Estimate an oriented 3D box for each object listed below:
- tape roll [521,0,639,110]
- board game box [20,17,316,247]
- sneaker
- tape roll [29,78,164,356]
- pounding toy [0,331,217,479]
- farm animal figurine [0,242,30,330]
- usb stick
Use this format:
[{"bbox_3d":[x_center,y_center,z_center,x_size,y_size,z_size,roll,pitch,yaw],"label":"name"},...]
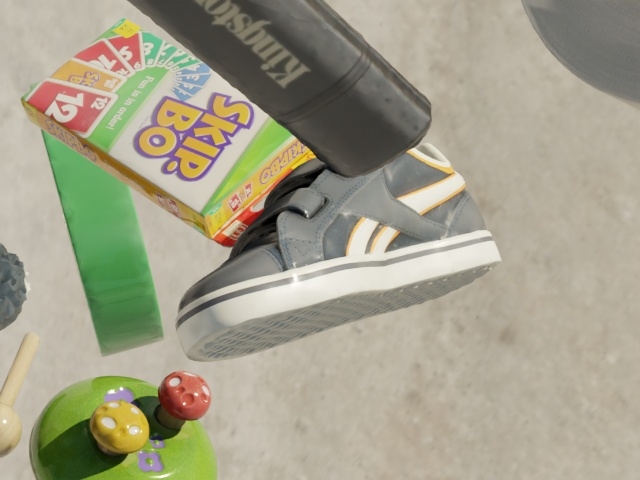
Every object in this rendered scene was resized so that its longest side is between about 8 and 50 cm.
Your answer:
[{"bbox_3d":[0.163,-0.136,0.496,0.072,0.219,0.219,18,55,-35],"label":"tape roll"},{"bbox_3d":[-0.121,-0.093,1.262,0.259,0.039,0.124,33,63,30],"label":"board game box"},{"bbox_3d":[0.000,0.000,1.120,0.321,0.126,0.127,-12,76,-51],"label":"sneaker"},{"bbox_3d":[-0.254,-0.031,1.727,0.077,0.321,0.321,-15,67,-10],"label":"tape roll"},{"bbox_3d":[-0.190,0.164,1.413,0.237,0.110,0.183,28,39,-4],"label":"pounding toy"},{"bbox_3d":[-0.469,0.000,1.340,0.330,0.172,0.326,-31,74,-15],"label":"farm animal figurine"},{"bbox_3d":[-0.038,-0.118,0.818,0.278,0.077,0.045,38,38,-43],"label":"usb stick"}]
